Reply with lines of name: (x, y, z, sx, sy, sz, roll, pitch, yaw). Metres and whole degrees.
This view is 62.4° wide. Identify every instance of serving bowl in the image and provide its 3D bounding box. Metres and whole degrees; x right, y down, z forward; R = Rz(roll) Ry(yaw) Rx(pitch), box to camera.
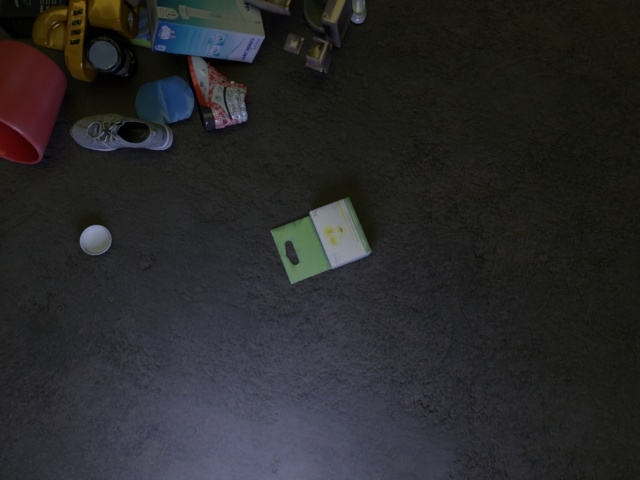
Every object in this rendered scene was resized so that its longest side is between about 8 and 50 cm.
serving bowl: (-0.612, 0.001, 1.447, 0.083, 0.027, 0.083, 0, 79, -2)

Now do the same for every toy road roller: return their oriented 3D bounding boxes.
toy road roller: (-0.627, -0.600, 1.429, 0.241, 0.202, 0.329, 9, 101, -9)

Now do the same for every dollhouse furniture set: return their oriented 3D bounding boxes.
dollhouse furniture set: (-0.100, -0.672, 1.505, 0.356, 0.174, 0.303, 21, 93, 6)

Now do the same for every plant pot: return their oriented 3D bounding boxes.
plant pot: (-0.824, -0.377, 1.412, 0.275, 0.275, 0.243, 17, 67, 1)

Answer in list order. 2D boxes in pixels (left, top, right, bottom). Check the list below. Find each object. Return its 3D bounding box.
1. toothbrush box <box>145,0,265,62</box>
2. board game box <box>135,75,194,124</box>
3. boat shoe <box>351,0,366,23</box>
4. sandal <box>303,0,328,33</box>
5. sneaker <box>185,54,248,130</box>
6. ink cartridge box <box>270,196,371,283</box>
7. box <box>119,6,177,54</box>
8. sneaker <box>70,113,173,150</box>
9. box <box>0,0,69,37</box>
toothbrush box: (-0.325, -0.641, 1.482, 0.296, 0.126, 0.216, -4, 73, -27)
board game box: (-0.447, -0.397, 1.530, 0.169, 0.033, 0.133, -17, 84, -2)
boat shoe: (0.109, -0.759, 1.616, 0.066, 0.063, 0.184, 0, 78, -2)
sandal: (0.007, -0.774, 1.599, 0.120, 0.086, 0.302, -2, 85, -2)
sneaker: (-0.296, -0.448, 1.527, 0.145, 0.090, 0.270, -14, 74, -16)
ink cartridge box: (0.000, 0.000, 1.461, 0.235, 0.056, 0.171, -20, 81, -8)
box: (-0.500, -0.629, 1.575, 0.178, 0.042, 0.109, 14, 78, 1)
sneaker: (-0.559, -0.307, 1.454, 0.282, 0.115, 0.105, 0, 91, 5)
box: (-0.821, -0.687, 1.540, 0.207, 0.108, 0.153, -1, 79, -2)
